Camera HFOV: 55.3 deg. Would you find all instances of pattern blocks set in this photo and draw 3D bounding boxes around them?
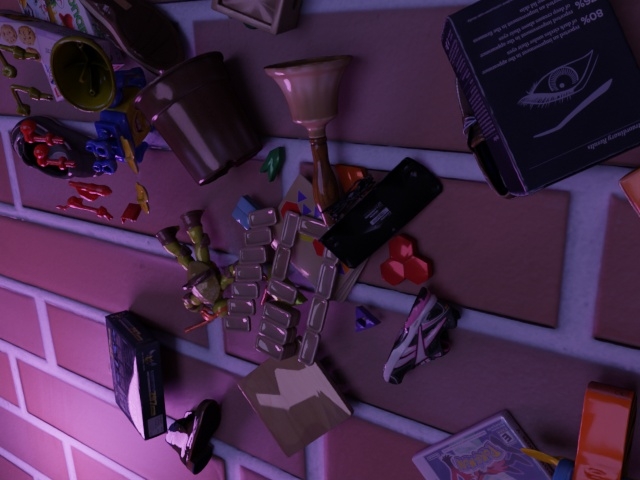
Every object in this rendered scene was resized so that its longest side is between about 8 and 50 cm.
[{"bbox_3d":[0.000,0.000,0.988,0.325,0.026,0.285,51,123,12],"label":"pattern blocks set"}]

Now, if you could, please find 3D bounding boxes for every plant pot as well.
[{"bbox_3d":[-0.187,-0.188,0.988,0.167,0.167,0.165,-28,96,40],"label":"plant pot"}]

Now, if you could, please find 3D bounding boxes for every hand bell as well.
[{"bbox_3d":[-0.002,-0.139,0.896,0.126,0.126,0.242,7,116,35],"label":"hand bell"}]

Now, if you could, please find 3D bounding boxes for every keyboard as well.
[{"bbox_3d":[0.078,-0.050,0.893,0.100,0.038,0.192,43,113,-10],"label":"keyboard"}]

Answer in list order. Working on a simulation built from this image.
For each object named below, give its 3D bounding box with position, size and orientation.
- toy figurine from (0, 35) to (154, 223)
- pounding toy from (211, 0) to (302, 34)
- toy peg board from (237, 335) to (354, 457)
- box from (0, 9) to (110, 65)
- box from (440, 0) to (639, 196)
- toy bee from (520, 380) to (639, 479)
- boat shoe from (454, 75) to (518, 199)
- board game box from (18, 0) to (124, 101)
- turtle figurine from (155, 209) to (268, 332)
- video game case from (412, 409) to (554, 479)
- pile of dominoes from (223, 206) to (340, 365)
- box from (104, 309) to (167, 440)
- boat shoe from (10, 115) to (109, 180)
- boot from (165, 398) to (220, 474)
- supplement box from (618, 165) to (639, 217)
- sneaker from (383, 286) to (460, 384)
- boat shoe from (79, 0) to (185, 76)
[{"bbox_3d":[-0.380,-0.233,1.069,0.191,0.217,0.363,5,136,8],"label":"toy figurine"},{"bbox_3d":[-0.091,-0.370,0.900,0.130,0.100,0.141,26,123,11],"label":"pounding toy"},{"bbox_3d":[-0.034,0.270,1.095,0.160,0.079,0.161,-40,80,23],"label":"toy peg board"},{"bbox_3d":[-0.525,-0.378,1.158,0.324,0.063,0.067,25,121,28],"label":"box"},{"bbox_3d":[0.242,-0.170,0.662,0.153,0.108,0.207,-23,91,8],"label":"box"},{"bbox_3d":[0.348,0.330,0.791,0.195,0.162,0.298,34,99,32],"label":"toy bee"},{"bbox_3d":[0.213,-0.138,0.759,0.066,0.066,0.183,-26,90,39],"label":"boat shoe"},{"bbox_3d":[-0.505,-0.451,1.194,0.193,0.053,0.305,-17,95,39],"label":"board game box"},{"bbox_3d":[-0.227,0.066,1.147,0.269,0.087,0.217,-33,85,39],"label":"turtle figurine"},{"bbox_3d":[0.262,0.374,0.931,0.183,0.023,0.201,53,128,9],"label":"video game case"},{"bbox_3d":[-0.059,0.071,1.019,0.196,0.040,0.251,21,104,30],"label":"pile of dominoes"},{"bbox_3d":[-0.409,0.294,1.352,0.183,0.059,0.233,23,119,48],"label":"box"},{"bbox_3d":[-0.593,-0.201,1.320,0.335,0.095,0.112,17,115,32],"label":"boat shoe"},{"bbox_3d":[-0.283,0.402,1.312,0.106,0.082,0.219,30,124,22],"label":"boot"},{"bbox_3d":[0.429,-0.095,0.607,0.233,0.078,0.080,-35,81,39],"label":"supplement box"},{"bbox_3d":[0.151,0.159,0.912,0.077,0.072,0.178,26,129,9],"label":"sneaker"},{"bbox_3d":[-0.330,-0.372,1.084,0.257,0.095,0.095,48,162,10],"label":"boat shoe"}]
